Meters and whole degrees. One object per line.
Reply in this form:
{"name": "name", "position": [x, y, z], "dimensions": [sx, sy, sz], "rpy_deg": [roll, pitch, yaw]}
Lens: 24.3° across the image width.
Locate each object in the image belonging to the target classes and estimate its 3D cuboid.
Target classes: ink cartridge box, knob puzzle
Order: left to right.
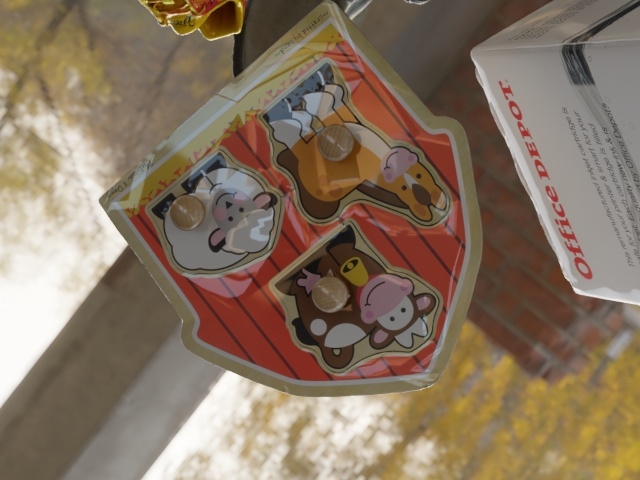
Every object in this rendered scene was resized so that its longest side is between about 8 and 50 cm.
{"name": "knob puzzle", "position": [0.000, 0.000, 0.788], "dimensions": [0.213, 0.213, 0.030], "rpy_deg": [39, -172, 5]}
{"name": "ink cartridge box", "position": [0.209, -0.052, 0.792], "dimensions": [0.237, 0.100, 0.172], "rpy_deg": [9, 129, 62]}

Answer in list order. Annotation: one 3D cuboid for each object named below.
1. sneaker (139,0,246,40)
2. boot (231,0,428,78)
{"name": "sneaker", "position": [-0.094, -0.170, 0.945], "dimensions": [0.064, 0.067, 0.175], "rpy_deg": [-11, 168, 27]}
{"name": "boot", "position": [0.022, -0.179, 1.034], "dimensions": [0.083, 0.247, 0.161], "rpy_deg": [8, -172, -33]}
